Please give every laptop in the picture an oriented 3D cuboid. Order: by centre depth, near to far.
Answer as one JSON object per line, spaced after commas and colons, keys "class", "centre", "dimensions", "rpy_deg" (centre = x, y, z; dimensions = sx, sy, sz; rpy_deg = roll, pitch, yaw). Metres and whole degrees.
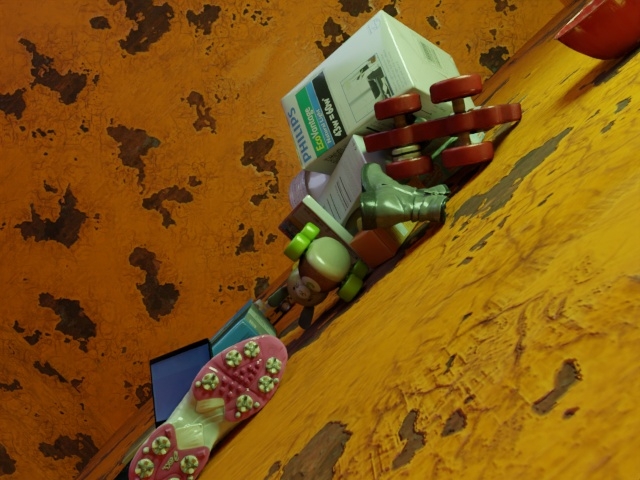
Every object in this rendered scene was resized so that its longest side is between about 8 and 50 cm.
{"class": "laptop", "centre": [-0.322, 0.347, 0.985], "dimensions": [0.234, 0.136, 0.264], "rpy_deg": [-26, 14, 37]}

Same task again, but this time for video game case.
{"class": "video game case", "centre": [0.000, 0.000, 1.258], "dimensions": [0.025, 0.204, 0.285], "rpy_deg": [-48, 5, -19]}

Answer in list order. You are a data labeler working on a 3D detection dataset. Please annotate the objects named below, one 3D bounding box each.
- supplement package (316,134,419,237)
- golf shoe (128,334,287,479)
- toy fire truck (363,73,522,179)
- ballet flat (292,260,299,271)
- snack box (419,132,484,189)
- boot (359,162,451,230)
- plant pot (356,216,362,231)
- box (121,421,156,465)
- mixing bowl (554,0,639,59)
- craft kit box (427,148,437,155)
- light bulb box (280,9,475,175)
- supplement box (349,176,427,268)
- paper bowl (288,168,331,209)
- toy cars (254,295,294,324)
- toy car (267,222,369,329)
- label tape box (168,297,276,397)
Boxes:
{"class": "supplement package", "centre": [0.109, -0.121, 1.251], "dimensions": [0.139, 0.133, 0.244], "rpy_deg": [0, -38, -27]}
{"class": "golf shoe", "centre": [-0.180, 0.275, 0.827], "dimensions": [0.306, 0.115, 0.140], "rpy_deg": [-44, 0, -20]}
{"class": "toy fire truck", "centre": [0.262, -0.241, 1.094], "dimensions": [0.302, 0.169, 0.254], "rpy_deg": [-8, 8, 33]}
{"class": "ballet flat", "centre": [-0.045, 0.089, 1.951], "dimensions": [0.231, 0.077, 0.077], "rpy_deg": [-44, 23, 48]}
{"class": "snack box", "centre": [0.273, -0.166, 1.326], "dimensions": [0.322, 0.060, 0.187], "rpy_deg": [-41, 6, 42]}
{"class": "boot", "centre": [0.159, -0.085, 0.961], "dimensions": [0.161, 0.083, 0.246], "rpy_deg": [-3, 27, 7]}
{"class": "plant pot", "centre": [0.134, -0.037, 1.169], "dimensions": [0.081, 0.083, 0.081], "rpy_deg": [-46, 5, -30]}
{"class": "box", "centre": [-0.538, 0.611, 1.615], "dimensions": [0.201, 0.021, 0.164], "rpy_deg": [-44, 3, -9]}
{"class": "mixing bowl", "centre": [0.504, -0.374, 0.849], "dimensions": [0.181, 0.098, 0.181], "rpy_deg": [-44, 4, 4]}
{"class": "craft kit box", "centre": [0.315, -0.242, 1.549], "dimensions": [0.247, 0.061, 0.250], "rpy_deg": [-27, 13, 39]}
{"class": "light bulb box", "centre": [0.157, -0.343, 1.334], "dimensions": [0.361, 0.225, 0.358], "rpy_deg": [-31, -21, 35]}
{"class": "supplement box", "centre": [0.156, -0.044, 1.060], "dimensions": [0.078, 0.080, 0.233], "rpy_deg": [-38, 8, 47]}
{"class": "paper bowl", "centre": [0.054, -0.131, 1.568], "dimensions": [0.148, 0.284, 0.284], "rpy_deg": [-40, 5, 39]}
{"class": "toy cars", "centre": [-0.095, 0.152, 1.496], "dimensions": [0.394, 0.087, 0.176], "rpy_deg": [-42, 4, 20]}
{"class": "toy car", "centre": [-0.024, 0.090, 1.004], "dimensions": [0.188, 0.155, 0.149], "rpy_deg": [-53, -1, 22]}
{"class": "label tape box", "centre": [-0.226, 0.283, 1.258], "dimensions": [0.240, 0.106, 0.334], "rpy_deg": [-45, 4, -2]}
